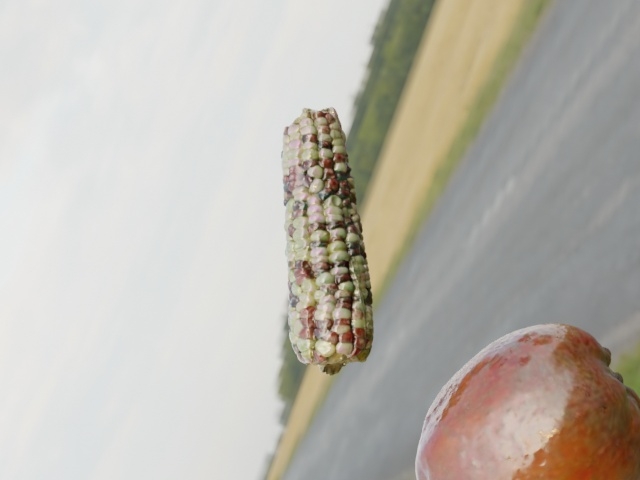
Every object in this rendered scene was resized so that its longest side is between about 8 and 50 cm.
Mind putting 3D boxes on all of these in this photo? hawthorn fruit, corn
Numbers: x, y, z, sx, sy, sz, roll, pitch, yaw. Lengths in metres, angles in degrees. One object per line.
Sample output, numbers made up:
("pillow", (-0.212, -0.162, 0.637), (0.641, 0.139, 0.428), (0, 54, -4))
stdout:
("hawthorn fruit", (0.188, 0.204, 1.786), (0.262, 0.210, 0.210), (-33, 7, 11))
("corn", (0.000, 0.000, 1.903), (0.092, 0.092, 0.281), (105, 158, -79))
